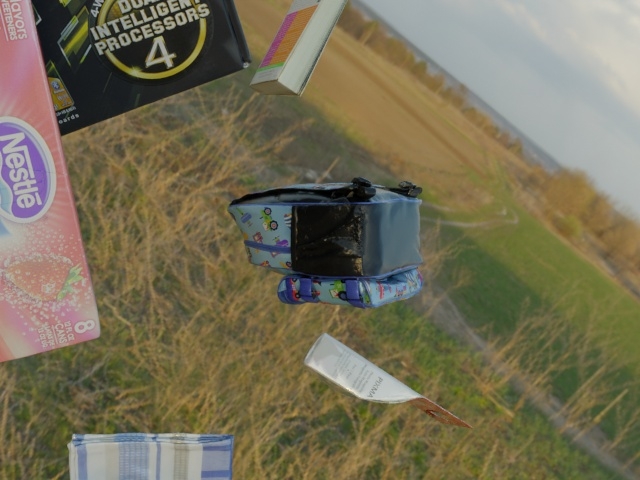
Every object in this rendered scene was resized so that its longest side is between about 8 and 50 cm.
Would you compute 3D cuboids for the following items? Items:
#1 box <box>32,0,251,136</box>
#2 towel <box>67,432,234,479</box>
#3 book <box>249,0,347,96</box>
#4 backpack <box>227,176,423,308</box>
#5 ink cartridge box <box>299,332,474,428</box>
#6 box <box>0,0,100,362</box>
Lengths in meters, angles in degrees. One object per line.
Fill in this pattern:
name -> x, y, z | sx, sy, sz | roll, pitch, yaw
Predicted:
box -> -0.282, -0.215, 0.518 | 0.097, 0.395, 0.318 | -117, -171, -47
towel -> -0.299, 0.437, 1.231 | 0.285, 0.209, 0.034 | 2, 15, -11
book -> -0.025, -0.236, 0.795 | 0.035, 0.144, 0.096 | 29, -5, -31
backpack -> 0.000, 0.000, 0.679 | 0.173, 0.117, 0.158 | 0, 4, 27
ink cartridge box -> 0.080, 0.217, 0.979 | 0.232, 0.066, 0.189 | 37, -12, 4
box -> -0.248, -0.072, 0.456 | 0.142, 0.300, 0.154 | -13, 37, -20
